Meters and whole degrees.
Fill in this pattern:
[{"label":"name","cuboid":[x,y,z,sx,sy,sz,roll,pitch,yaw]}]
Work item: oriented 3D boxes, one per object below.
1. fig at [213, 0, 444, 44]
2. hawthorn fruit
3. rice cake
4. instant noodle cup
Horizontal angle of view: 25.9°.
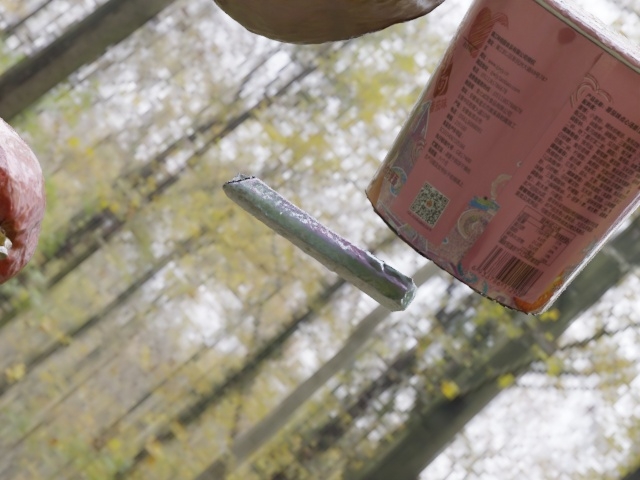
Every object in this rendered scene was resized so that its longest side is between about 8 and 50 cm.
[{"label":"fig","cuboid":[-0.007,-0.174,0.698,0.274,0.170,0.146,-33,116,-76]},{"label":"hawthorn fruit","cuboid":[-0.368,-0.033,1.383,0.253,0.205,0.205,38,-20,38]},{"label":"rice cake","cuboid":[0.000,0.000,1.281,0.207,0.033,0.033,34,-26,-10]},{"label":"instant noodle cup","cuboid":[0.181,-0.082,1.179,0.243,0.231,0.243,31,16,-10]}]
